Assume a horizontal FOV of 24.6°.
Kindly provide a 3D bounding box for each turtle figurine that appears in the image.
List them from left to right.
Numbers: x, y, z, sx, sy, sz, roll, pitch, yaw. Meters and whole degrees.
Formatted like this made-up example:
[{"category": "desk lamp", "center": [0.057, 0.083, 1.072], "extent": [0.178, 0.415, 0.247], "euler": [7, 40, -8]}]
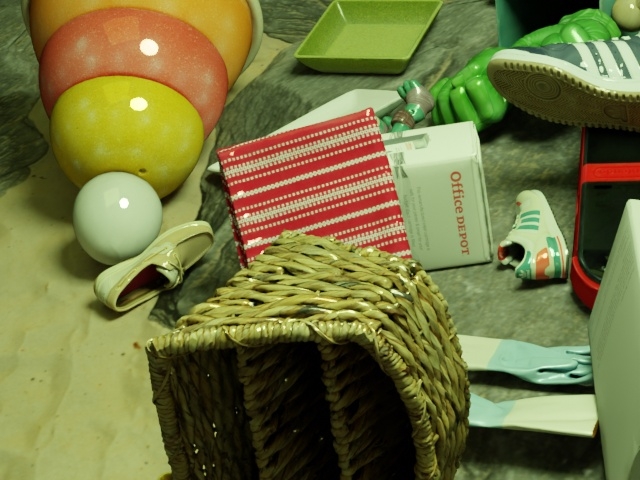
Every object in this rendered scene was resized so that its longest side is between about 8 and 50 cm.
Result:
[{"category": "turtle figurine", "center": [0.063, -0.108, 1.927], "extent": [0.175, 0.118, 0.234], "euler": [-37, 7, 48]}]

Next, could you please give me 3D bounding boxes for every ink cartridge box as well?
[{"category": "ink cartridge box", "center": [0.093, -0.046, 1.780], "extent": [0.218, 0.158, 0.092], "euler": [-7, 34, 8]}]

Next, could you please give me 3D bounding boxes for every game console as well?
[{"category": "game console", "center": [0.489, -0.057, 1.692], "extent": [0.387, 0.060, 0.342], "euler": [0, 50, 16]}]

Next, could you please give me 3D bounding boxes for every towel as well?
[{"category": "towel", "center": [0.000, 0.000, 1.690], "extent": [0.199, 0.274, 0.031], "euler": [-14, -8, 5]}]

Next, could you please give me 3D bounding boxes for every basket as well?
[{"category": "basket", "center": [0.002, 0.177, 1.361], "extent": [0.213, 0.299, 0.223], "euler": [15, 37, 31]}]

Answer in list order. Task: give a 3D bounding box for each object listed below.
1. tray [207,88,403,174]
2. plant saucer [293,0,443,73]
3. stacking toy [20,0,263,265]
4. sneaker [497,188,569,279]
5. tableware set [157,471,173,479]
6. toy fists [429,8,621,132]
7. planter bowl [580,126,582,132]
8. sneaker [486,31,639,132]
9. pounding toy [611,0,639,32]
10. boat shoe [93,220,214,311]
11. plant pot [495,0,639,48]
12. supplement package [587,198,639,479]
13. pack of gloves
[{"category": "tray", "center": [-0.014, -0.142, 2.044], "extent": [0.270, 0.030, 0.145], "euler": [-30, 20, -24]}, {"category": "plant saucer", "center": [0.079, -0.310, 2.264], "extent": [0.188, 0.045, 0.188], "euler": [4, 37, 23]}, {"category": "stacking toy", "center": [-0.268, -0.164, 2.015], "extent": [0.351, 0.350, 0.479], "euler": [-5, 53, 11]}, {"category": "sneaker", "center": [0.245, -0.007, 1.767], "extent": [0.075, 0.057, 0.161], "euler": [-9, 37, -5]}, {"category": "tableware set", "center": [-0.140, 0.291, 1.492], "extent": [0.104, 0.024, 0.154], "euler": [-22, 35, -15]}, {"category": "toy fists", "center": [0.265, -0.224, 1.968], "extent": [0.279, 0.096, 0.142], "euler": [-18, 23, 41]}, {"category": "planter bowl", "center": [0.438, -0.144, 1.850], "extent": [0.217, 0.090, 0.217], "euler": [-8, 54, 11]}, {"category": "sneaker", "center": [0.352, -0.219, 1.765], "extent": [0.282, 0.099, 0.153], "euler": [13, 60, 18]}, {"category": "pounding toy", "center": [0.497, -0.240, 1.916], "extent": [0.110, 0.237, 0.183], "euler": [-62, 15, -19]}, {"category": "boat shoe", "center": [-0.200, 0.038, 1.846], "extent": [0.170, 0.063, 0.059], "euler": [-33, 41, -13]}, {"category": "plant pot", "center": [0.384, -0.325, 2.095], "extent": [0.166, 0.165, 0.234], "euler": [16, 38, 35]}, {"category": "supplement package", "center": [0.370, 0.122, 1.406], "extent": [0.175, 0.177, 0.293], "euler": [9, 36, -1]}, {"category": "pack of gloves", "center": [0.195, 0.165, 1.566], "extent": [0.232, 0.046, 0.195], "euler": [3, 23, 21]}]
